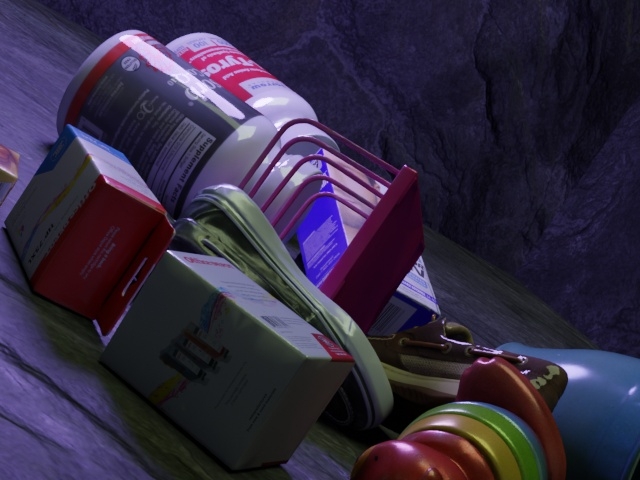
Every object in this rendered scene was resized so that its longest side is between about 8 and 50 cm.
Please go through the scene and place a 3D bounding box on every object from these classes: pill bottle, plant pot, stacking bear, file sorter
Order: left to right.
[{"bbox_3d":[-0.189,-0.132,2.062,0.363,0.210,0.210,35,8,12],"label":"pill bottle"},{"bbox_3d":[-0.149,-0.212,2.630,0.229,0.229,0.407,25,12,-48],"label":"pill bottle"},{"bbox_3d":[0.000,0.000,1.779,0.182,0.202,0.291,32,-12,15],"label":"file sorter"},{"bbox_3d":[0.121,0.233,1.344,0.164,0.175,0.289,44,19,18],"label":"stacking bear"},{"bbox_3d":[0.302,0.247,1.658,0.255,0.272,0.271,20,-1,36],"label":"plant pot"}]

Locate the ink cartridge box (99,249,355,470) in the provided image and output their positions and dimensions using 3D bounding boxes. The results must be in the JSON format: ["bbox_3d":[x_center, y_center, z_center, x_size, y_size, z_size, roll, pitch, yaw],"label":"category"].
[{"bbox_3d":[-0.087,0.110,1.309,0.176,0.127,0.128,37,9,21],"label":"ink cartridge box"}]

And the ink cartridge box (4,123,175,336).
[{"bbox_3d":[-0.238,-0.014,1.425,0.078,0.134,0.231,30,8,-30],"label":"ink cartridge box"}]

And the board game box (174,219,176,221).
[{"bbox_3d":[-0.243,-0.024,1.826,0.201,0.035,0.136,30,8,-23],"label":"board game box"}]

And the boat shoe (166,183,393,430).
[{"bbox_3d":[-0.057,0.097,1.568,0.335,0.119,0.121,50,-36,-6],"label":"boat shoe"}]

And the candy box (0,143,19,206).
[{"bbox_3d":[-0.426,-0.109,1.551,0.186,0.053,0.109,30,9,-18],"label":"candy box"}]

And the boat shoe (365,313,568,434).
[{"bbox_3d":[0.138,0.153,1.627,0.342,0.123,0.123,6,-42,50],"label":"boat shoe"}]

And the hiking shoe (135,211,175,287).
[{"bbox_3d":[-0.153,0.055,1.622,0.227,0.086,0.114,35,28,-9],"label":"hiking shoe"}]

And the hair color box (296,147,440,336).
[{"bbox_3d":[0.065,0.011,2.271,0.185,0.110,0.339,30,24,-28],"label":"hair color box"}]

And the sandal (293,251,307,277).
[{"bbox_3d":[0.003,0.036,2.375,0.097,0.054,0.254,32,8,-10],"label":"sandal"}]
